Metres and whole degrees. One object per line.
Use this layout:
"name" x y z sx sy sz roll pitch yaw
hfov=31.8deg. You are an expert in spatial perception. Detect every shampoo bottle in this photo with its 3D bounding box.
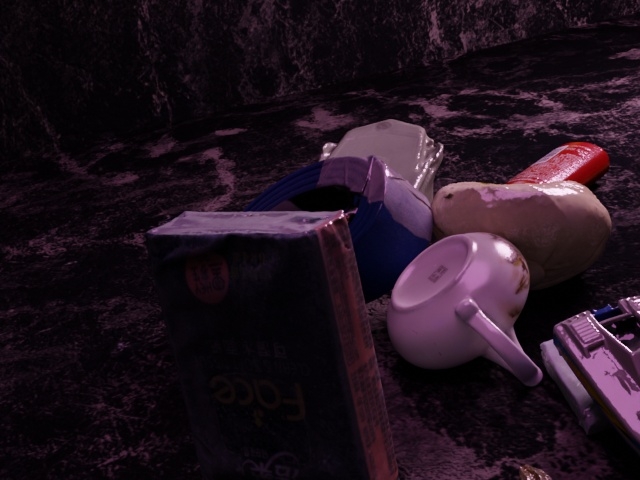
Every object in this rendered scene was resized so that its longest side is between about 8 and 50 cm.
"shampoo bottle" 0.380 -0.087 1.929 0.118 0.076 0.314 8 27 38

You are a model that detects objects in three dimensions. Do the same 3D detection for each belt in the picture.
"belt" 0.000 0.000 1.650 0.347 0.117 0.212 -19 46 41

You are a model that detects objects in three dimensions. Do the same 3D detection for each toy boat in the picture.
"toy boat" 0.358 0.165 1.140 0.129 0.088 0.295 -16 39 -10

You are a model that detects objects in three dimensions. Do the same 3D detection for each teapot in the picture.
"teapot" 0.185 0.089 1.449 0.204 0.139 0.298 -38 21 5

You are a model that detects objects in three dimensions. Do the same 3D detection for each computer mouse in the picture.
"computer mouse" 0.085 -0.059 1.937 0.228 0.145 0.429 3 34 19

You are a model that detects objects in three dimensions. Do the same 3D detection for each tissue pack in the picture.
"tissue pack" -0.048 0.123 1.197 0.228 0.316 0.103 1 21 37

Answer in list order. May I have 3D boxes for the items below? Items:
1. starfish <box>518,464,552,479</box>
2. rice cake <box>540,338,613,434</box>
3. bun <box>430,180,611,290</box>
"starfish" 0.187 0.268 1.046 0.217 0.050 0.223 -17 7 3
"rice cake" 0.357 0.150 1.304 0.189 0.037 0.198 -15 19 -8
"bun" 0.293 -0.008 1.618 0.259 0.160 0.259 -2 2 0
